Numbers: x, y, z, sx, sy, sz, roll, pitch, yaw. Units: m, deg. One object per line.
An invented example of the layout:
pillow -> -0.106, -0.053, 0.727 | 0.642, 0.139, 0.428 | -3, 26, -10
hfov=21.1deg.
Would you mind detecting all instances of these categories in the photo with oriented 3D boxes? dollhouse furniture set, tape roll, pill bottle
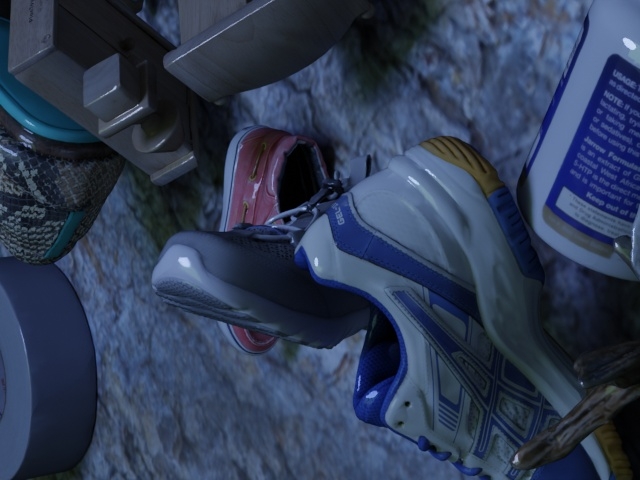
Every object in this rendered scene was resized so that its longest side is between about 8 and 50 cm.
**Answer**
dollhouse furniture set -> -0.042, -0.210, 1.278 | 0.355, 0.174, 0.303 | -27, 49, 25
tape roll -> -0.301, 0.125, 1.678 | 0.219, 0.072, 0.219 | 15, 109, 52
pill bottle -> 0.186, -0.081, 0.924 | 0.112, 0.112, 0.187 | 49, 133, 38

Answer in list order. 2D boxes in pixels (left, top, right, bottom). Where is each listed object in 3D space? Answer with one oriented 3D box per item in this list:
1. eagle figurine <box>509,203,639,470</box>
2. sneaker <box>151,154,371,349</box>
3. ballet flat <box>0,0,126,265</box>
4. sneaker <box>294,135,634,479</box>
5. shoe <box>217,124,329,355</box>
eagle figurine -> 0.260, 0.109, 0.801 | 0.298, 0.225, 0.226 | 51, 125, 51
sneaker -> 0.000, 0.000, 1.067 | 0.105, 0.281, 0.115 | 13, 97, 34
ballet flat -> -0.326, -0.161, 1.491 | 0.483, 0.164, 0.182 | 54, 131, 33
sneaker -> 0.086, 0.089, 1.006 | 0.296, 0.131, 0.112 | 63, 173, -15
shoe -> -0.036, 0.004, 1.291 | 0.081, 0.063, 0.178 | 13, 102, 59
